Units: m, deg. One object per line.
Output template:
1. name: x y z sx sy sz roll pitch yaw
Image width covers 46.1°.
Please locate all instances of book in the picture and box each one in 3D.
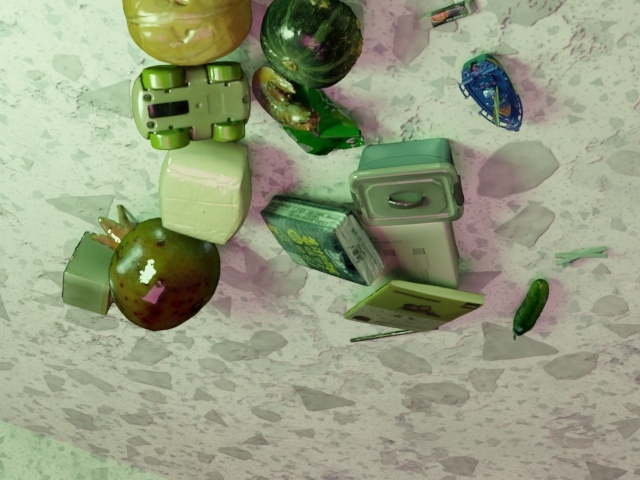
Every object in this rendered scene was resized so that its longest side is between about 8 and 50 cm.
1. book: 0.219 0.169 1.864 0.239 0.035 0.352 11 160 -13

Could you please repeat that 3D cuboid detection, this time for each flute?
1. flute: 0.202 0.262 2.095 0.270 0.014 0.014 -13 135 26

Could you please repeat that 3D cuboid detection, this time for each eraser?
1. eraser: 0.223 -0.394 1.310 0.099 0.019 0.027 -12 135 27

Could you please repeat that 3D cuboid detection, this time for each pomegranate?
1. pomegranate: -0.398 0.064 1.845 0.323 0.291 0.290 38 158 39

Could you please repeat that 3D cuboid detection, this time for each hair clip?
1. hair clip: 0.602 0.039 1.729 0.115 0.030 0.039 -13 154 29

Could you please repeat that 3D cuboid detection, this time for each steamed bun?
1. steamed bun: -0.246 -0.121 1.638 0.200 0.154 0.250 12 134 -5

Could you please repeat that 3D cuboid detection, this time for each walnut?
1. walnut: -0.226 -0.401 1.288 0.226 0.193 0.193 -12 135 16

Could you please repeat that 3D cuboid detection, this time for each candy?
1. candy: -0.017 -0.240 1.506 0.203 0.078 0.141 40 132 -23

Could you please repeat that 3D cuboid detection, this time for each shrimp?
1. shrimp: -0.072 -0.260 1.407 0.187 0.051 0.132 30 163 40

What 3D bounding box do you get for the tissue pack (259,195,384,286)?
1. tissue pack: 0.000 0.000 1.691 0.257 0.081 0.185 15 149 47

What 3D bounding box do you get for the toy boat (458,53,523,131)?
1. toy boat: 0.323 -0.249 1.388 0.091 0.110 0.175 -21 132 33

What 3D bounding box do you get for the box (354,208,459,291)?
1. box: 0.203 0.008 1.728 0.203 0.106 0.251 -2 137 18

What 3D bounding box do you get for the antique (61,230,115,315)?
1. antique: -0.580 0.088 1.966 0.148 0.152 0.146 18 138 -4

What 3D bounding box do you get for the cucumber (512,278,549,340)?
1. cucumber: 0.528 0.175 1.887 0.056 0.056 0.250 11 139 1

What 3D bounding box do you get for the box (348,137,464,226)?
1. box: 0.182 -0.117 1.561 0.227 0.130 0.162 -3 139 19

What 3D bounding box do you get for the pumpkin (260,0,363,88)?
1. pumpkin: -0.017 -0.353 1.312 0.190 0.146 0.190 30 174 4

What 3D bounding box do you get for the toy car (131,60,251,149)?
1. toy car: -0.256 -0.274 1.434 0.235 0.235 0.145 3 113 10
